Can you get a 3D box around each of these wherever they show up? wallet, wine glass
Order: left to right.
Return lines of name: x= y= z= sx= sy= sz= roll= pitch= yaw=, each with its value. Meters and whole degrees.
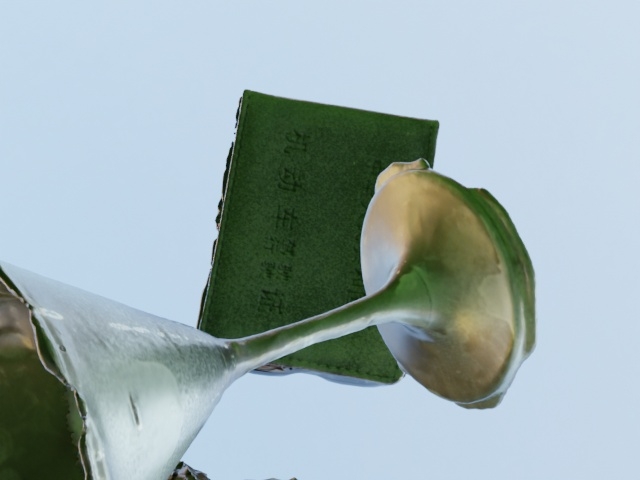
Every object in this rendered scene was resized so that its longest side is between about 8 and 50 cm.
wine glass: x=-0.031 y=0.046 z=0.638 sx=0.232 sy=0.156 sz=0.156 roll=-17 pitch=-129 yaw=-33
wallet: x=0.000 y=-0.001 z=1.176 sx=0.167 sy=0.036 sz=0.222 roll=10 pitch=-102 yaw=0

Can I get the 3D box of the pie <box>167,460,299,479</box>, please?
pie: x=-0.120 y=0.285 z=0.740 sx=0.418 sy=0.180 sz=0.395 roll=-37 pitch=-160 yaw=-29
